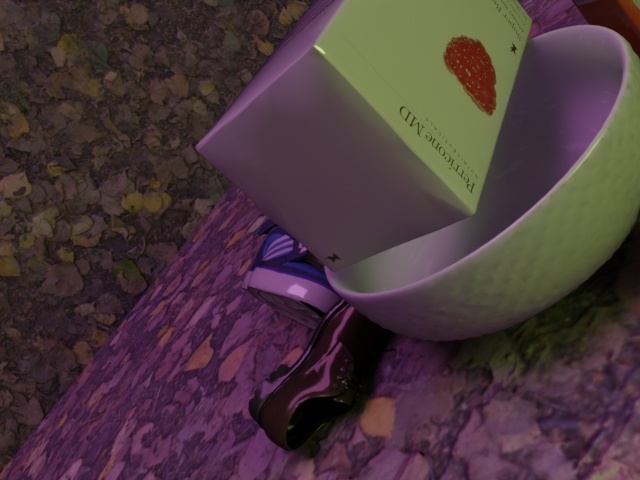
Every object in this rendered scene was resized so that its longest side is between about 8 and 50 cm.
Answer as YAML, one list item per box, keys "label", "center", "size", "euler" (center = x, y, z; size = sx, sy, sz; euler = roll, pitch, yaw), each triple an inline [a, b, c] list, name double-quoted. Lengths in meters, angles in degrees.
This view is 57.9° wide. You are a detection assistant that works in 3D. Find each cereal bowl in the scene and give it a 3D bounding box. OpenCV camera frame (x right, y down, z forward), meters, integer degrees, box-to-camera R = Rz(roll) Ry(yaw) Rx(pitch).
- label: "cereal bowl"
  center: [0.169, -0.037, 0.568]
  size: [0.339, 0.141, 0.339]
  euler: [-41, 22, 20]

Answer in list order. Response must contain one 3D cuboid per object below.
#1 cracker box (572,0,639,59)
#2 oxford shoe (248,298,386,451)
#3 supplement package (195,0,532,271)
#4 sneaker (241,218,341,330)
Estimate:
- label: "cracker box"
  center: [0.387, -0.331, 0.638]
  size: [0.232, 0.155, 0.067]
  euler: [-48, 19, -1]
- label: "oxford shoe"
  center: [0.026, 0.143, 0.652]
  size: [0.227, 0.083, 0.096]
  euler: [-50, 38, -4]
- label: "supplement package"
  center: [0.057, -0.149, 0.542]
  size: [0.175, 0.177, 0.293]
  euler: [-25, 30, 47]
- label: "sneaker"
  center: [0.000, 0.000, 0.864]
  size: [0.236, 0.130, 0.322]
  euler: [-57, 16, -12]
